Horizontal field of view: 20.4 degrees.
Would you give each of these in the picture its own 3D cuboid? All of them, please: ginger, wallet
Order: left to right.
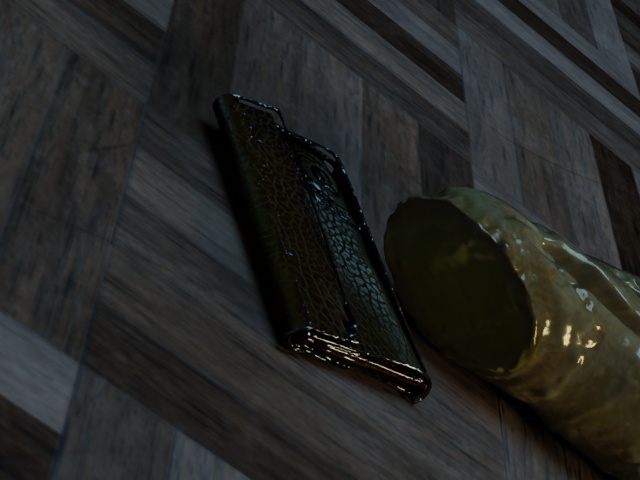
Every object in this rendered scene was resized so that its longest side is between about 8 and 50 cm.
[{"bbox_3d":[0.000,0.000,1.256,0.133,0.039,0.243,28,28,-37],"label":"wallet"},{"bbox_3d":[0.188,0.075,1.325,0.354,0.126,0.190,36,45,-25],"label":"ginger"}]
